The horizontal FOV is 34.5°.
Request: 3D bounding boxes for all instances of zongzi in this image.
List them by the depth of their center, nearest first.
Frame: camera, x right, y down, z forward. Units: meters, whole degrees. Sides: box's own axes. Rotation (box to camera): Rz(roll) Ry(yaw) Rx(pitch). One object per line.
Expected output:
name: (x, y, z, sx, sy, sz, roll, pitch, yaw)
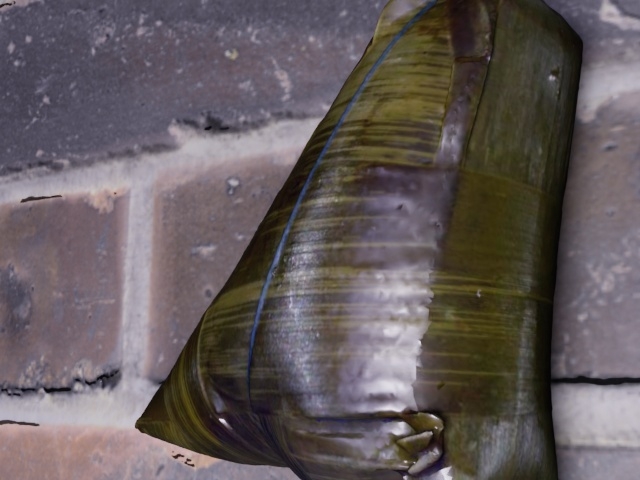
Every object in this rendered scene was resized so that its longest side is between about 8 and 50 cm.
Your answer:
zongzi: (0.000, 0.000, 0.833, 0.432, 0.208, 0.403, -1, 76, 47)
